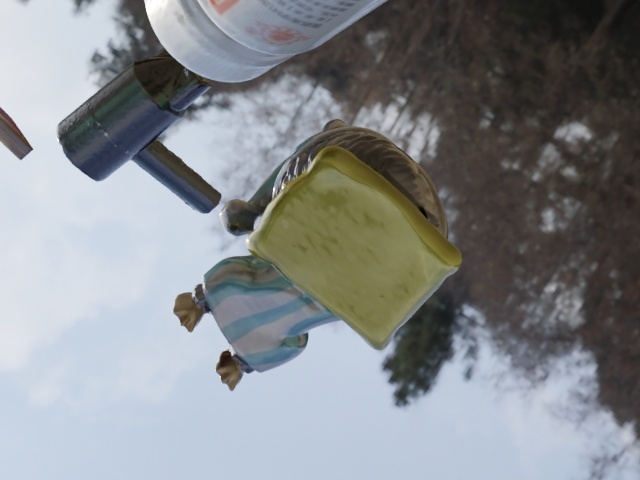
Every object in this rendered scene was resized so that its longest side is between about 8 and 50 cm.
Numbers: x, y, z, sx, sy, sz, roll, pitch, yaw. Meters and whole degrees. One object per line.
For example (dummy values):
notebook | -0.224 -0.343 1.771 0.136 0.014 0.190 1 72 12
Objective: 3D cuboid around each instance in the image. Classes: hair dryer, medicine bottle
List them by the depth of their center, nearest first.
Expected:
medicine bottle | -0.027 -0.313 1.305 0.211 0.211 0.371 22 158 -26
hair dryer | -0.225 -0.158 1.955 0.302 0.244 0.116 40 -157 -43

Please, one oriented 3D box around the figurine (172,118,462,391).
figurine | 0.000 0.000 1.743 0.266 0.361 0.378 57 -170 -12

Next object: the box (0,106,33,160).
box | -0.383 -0.154 1.390 0.133 0.023 0.090 50 179 -41
